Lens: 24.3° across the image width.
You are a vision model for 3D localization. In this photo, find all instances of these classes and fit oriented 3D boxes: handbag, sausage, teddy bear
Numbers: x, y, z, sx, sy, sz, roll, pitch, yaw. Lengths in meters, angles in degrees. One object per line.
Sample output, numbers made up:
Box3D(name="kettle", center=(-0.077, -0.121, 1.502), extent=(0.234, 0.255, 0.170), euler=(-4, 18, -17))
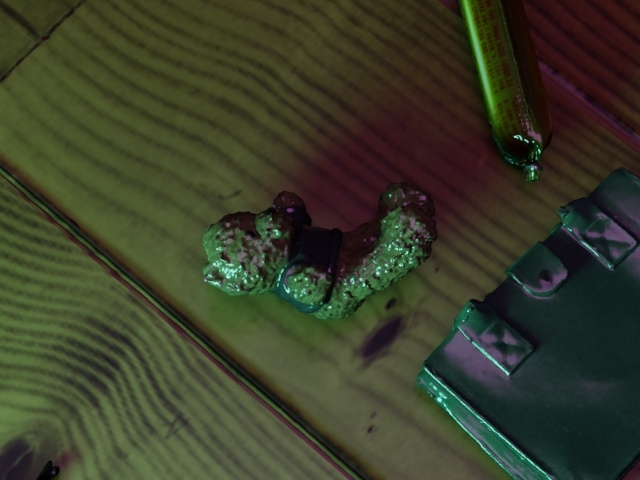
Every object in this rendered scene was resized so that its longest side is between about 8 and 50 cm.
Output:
Box3D(name="handbag", center=(0.285, 0.102, 1.541), extent=(0.238, 0.089, 0.326), euler=(43, 74, 14))
Box3D(name="sausage", center=(0.201, -0.235, 1.669), extent=(0.082, 0.082, 0.371), euler=(-9, 71, -5))
Box3D(name="teddy bear", center=(0.003, 0.020, 1.545), extent=(0.251, 0.182, 0.129), euler=(-4, 106, -5))

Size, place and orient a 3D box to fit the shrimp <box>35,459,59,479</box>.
Box3D(name="shrimp", center=(-0.374, 0.297, 1.457), extent=(0.117, 0.066, 0.262), euler=(36, 71, 10))
